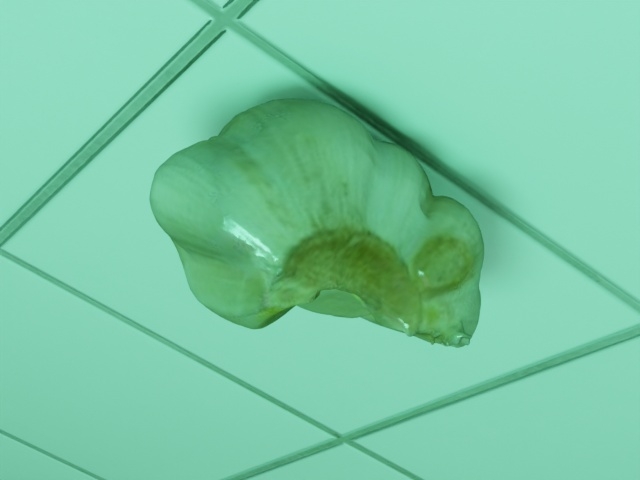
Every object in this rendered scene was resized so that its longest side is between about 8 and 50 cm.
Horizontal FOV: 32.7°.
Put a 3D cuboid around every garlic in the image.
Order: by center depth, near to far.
[{"bbox_3d":[-0.003,-0.017,0.881,0.281,0.184,0.203,8,177,-23],"label":"garlic"}]
